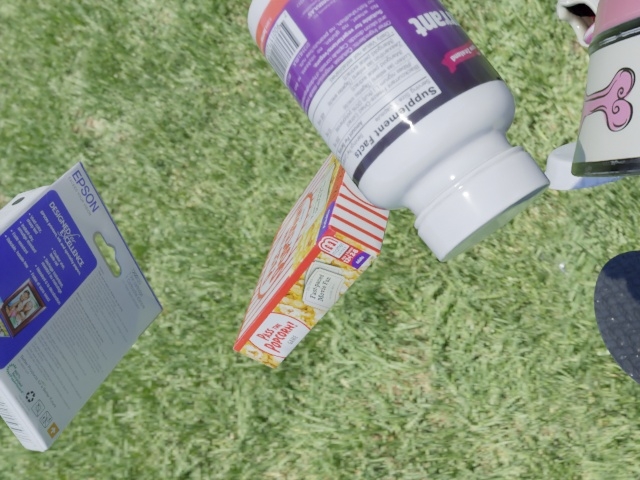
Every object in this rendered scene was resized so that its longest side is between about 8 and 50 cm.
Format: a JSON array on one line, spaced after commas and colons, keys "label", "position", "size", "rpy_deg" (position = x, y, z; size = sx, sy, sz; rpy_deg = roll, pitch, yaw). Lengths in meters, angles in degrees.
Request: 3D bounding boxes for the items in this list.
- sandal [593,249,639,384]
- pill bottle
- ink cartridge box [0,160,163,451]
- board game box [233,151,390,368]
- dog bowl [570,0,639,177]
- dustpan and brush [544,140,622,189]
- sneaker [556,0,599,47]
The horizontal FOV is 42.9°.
[{"label": "sandal", "position": [0.520, 0.160, 0.958], "size": [0.446, 0.107, 0.167], "rpy_deg": [36, 100, 40]}, {"label": "pill bottle", "position": [0.049, -0.087, 0.497], "size": [0.108, 0.108, 0.193], "rpy_deg": [-39, 78, 22]}, {"label": "ink cartridge box", "position": [-0.266, 0.061, 0.808], "size": [0.045, 0.206, 0.208], "rpy_deg": [0, 37, 32]}, {"label": "board game box", "position": [0.000, 0.000, 0.675], "size": [0.193, 0.045, 0.146], "rpy_deg": [-52, 15, 47]}, {"label": "dog bowl", "position": [0.392, -0.147, 0.612], "size": [0.408, 0.408, 0.150], "rpy_deg": [-4, 96, 33]}, {"label": "dustpan and brush", "position": [0.359, -0.102, 1.211], "size": [0.211, 0.147, 0.060], "rpy_deg": [-4, 114, 15]}, {"label": "sneaker", "position": [0.494, -0.347, 1.354], "size": [0.252, 0.103, 0.111], "rpy_deg": [40, 66, 17]}]
